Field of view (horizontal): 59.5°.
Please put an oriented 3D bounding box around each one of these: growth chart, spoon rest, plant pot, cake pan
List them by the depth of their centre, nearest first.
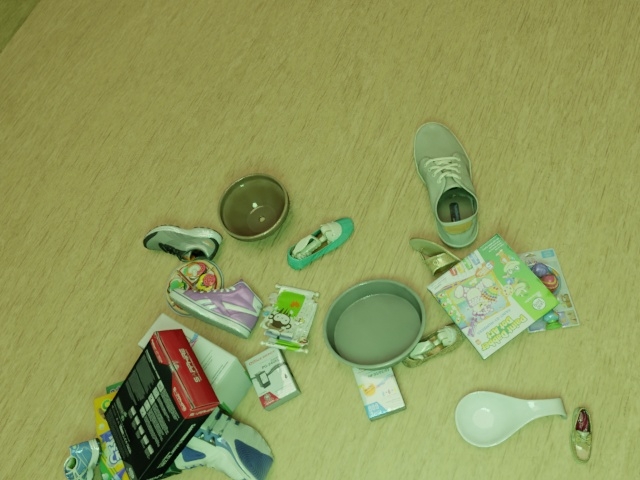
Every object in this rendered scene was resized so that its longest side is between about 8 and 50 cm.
[{"bbox_3d":[0.479,0.438,1.415,0.276,0.084,0.137,-12,63,7],"label":"spoon rest"},{"bbox_3d":[0.152,0.238,1.568,0.293,0.054,0.293,-12,46,13],"label":"cake pan"},{"bbox_3d":[-0.095,0.228,1.660,0.172,0.021,0.237,4,47,12],"label":"growth chart"},{"bbox_3d":[-0.207,-0.091,1.823,0.237,0.110,0.237,-5,63,11],"label":"plant pot"}]

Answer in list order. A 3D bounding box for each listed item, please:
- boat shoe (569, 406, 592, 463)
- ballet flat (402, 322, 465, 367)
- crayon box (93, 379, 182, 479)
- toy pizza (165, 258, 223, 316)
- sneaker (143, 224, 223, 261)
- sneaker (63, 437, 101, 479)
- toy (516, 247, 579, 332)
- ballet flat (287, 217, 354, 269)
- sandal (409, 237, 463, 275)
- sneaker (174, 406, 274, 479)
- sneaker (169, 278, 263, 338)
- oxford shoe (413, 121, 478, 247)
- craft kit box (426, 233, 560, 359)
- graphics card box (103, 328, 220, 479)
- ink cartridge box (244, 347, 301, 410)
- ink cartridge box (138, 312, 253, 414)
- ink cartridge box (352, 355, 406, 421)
[{"bbox_3d":[0.641,0.476,1.377,0.050,0.045,0.135,1,65,15],"label":"boat shoe"},{"bbox_3d":[0.315,0.284,1.537,0.206,0.067,0.073,-32,61,-3],"label":"ballet flat"},{"bbox_3d":[-0.535,0.537,1.619,0.203,0.083,0.323,-21,61,3],"label":"crayon box"},{"bbox_3d":[-0.411,0.146,1.803,0.201,0.032,0.201,-6,64,11],"label":"toy pizza"},{"bbox_3d":[-0.460,0.016,1.833,0.271,0.100,0.108,1,57,14],"label":"sneaker"},{"bbox_3d":[-0.678,0.643,1.565,0.080,0.081,0.211,35,111,47],"label":"sneaker"},{"bbox_3d":[0.613,0.127,1.546,0.136,0.056,0.237,-10,63,7],"label":"toy"},{"bbox_3d":[0.000,0.000,1.741,0.247,0.087,0.083,-36,62,-5],"label":"ballet flat"},{"bbox_3d":[0.353,0.071,1.619,0.240,0.088,0.079,23,66,17],"label":"sandal"},{"bbox_3d":[-0.291,0.567,1.526,0.315,0.127,0.182,39,118,3],"label":"sneaker"},{"bbox_3d":[-0.313,0.178,1.725,0.282,0.102,0.161,23,68,6],"label":"sneaker"},{"bbox_3d":[0.388,-0.195,1.717,0.169,0.130,0.449,-12,61,10],"label":"oxford shoe"},{"bbox_3d":[0.461,0.151,1.517,0.250,0.061,0.247,-38,72,2],"label":"craft kit box"},{"bbox_3d":[-0.416,0.429,1.432,0.233,0.094,0.371,53,121,28],"label":"graphics card box"},{"bbox_3d":[-0.138,0.391,1.601,0.109,0.063,0.150,-29,62,-1],"label":"ink cartridge box"},{"bbox_3d":[-0.351,0.349,1.588,0.278,0.201,0.117,25,64,23],"label":"ink cartridge box"},{"bbox_3d":[0.154,0.387,1.531,0.104,0.061,0.181,-21,61,3],"label":"ink cartridge box"}]
